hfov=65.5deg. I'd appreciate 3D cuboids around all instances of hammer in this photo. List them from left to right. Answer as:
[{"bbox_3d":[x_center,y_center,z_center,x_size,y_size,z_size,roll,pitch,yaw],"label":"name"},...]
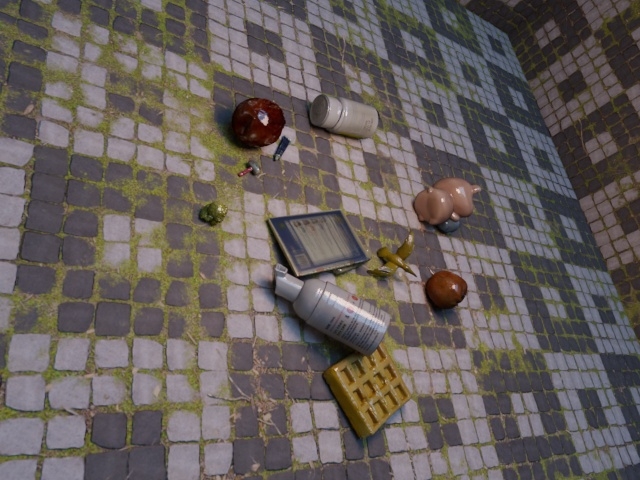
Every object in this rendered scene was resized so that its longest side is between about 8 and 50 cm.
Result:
[{"bbox_3d":[-0.237,-0.231,1.635,0.083,0.031,0.052,-36,86,-35],"label":"hammer"}]

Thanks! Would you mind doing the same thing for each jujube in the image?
[{"bbox_3d":[-0.199,-0.403,1.693,0.168,0.168,0.236,52,28,-1],"label":"jujube"}]

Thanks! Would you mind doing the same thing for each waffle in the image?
[{"bbox_3d":[0.150,0.438,1.511,0.248,0.055,0.221,-23,79,-45],"label":"waffle"}]

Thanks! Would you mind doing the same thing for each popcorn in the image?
[{"bbox_3d":[-0.313,-0.085,1.463,0.084,0.068,0.059,-9,38,-3],"label":"popcorn"}]

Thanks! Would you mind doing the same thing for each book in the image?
[{"bbox_3d":[0.000,0.000,1.652,0.323,0.018,0.228,-9,61,-39],"label":"book"}]

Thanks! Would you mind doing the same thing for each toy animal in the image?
[{"bbox_3d":[0.286,0.076,1.807,0.155,0.095,0.219,42,84,-11],"label":"toy animal"},{"bbox_3d":[0.510,-0.164,2.076,0.221,0.210,0.229,18,91,-36],"label":"toy animal"}]

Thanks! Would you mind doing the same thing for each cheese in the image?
[{"bbox_3d":[0.107,0.066,1.715,0.194,0.043,0.064,-19,75,-44],"label":"cheese"}]

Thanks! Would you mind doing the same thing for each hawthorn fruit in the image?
[{"bbox_3d":[0.470,0.179,1.890,0.149,0.149,0.189,10,23,-34],"label":"hawthorn fruit"}]

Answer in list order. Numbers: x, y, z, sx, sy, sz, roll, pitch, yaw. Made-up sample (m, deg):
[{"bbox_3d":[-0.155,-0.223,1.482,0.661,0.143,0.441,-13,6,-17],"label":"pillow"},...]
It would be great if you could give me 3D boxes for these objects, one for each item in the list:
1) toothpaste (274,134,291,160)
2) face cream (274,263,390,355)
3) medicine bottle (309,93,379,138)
[{"bbox_3d":[-0.137,-0.327,1.777,0.037,0.021,0.139,41,44,-21],"label":"toothpaste"},{"bbox_3d":[0.013,0.196,1.485,0.370,0.145,0.145,29,47,-1],"label":"face cream"},{"bbox_3d":[0.095,-0.492,1.977,0.258,0.143,0.143,5,61,-38],"label":"medicine bottle"}]
